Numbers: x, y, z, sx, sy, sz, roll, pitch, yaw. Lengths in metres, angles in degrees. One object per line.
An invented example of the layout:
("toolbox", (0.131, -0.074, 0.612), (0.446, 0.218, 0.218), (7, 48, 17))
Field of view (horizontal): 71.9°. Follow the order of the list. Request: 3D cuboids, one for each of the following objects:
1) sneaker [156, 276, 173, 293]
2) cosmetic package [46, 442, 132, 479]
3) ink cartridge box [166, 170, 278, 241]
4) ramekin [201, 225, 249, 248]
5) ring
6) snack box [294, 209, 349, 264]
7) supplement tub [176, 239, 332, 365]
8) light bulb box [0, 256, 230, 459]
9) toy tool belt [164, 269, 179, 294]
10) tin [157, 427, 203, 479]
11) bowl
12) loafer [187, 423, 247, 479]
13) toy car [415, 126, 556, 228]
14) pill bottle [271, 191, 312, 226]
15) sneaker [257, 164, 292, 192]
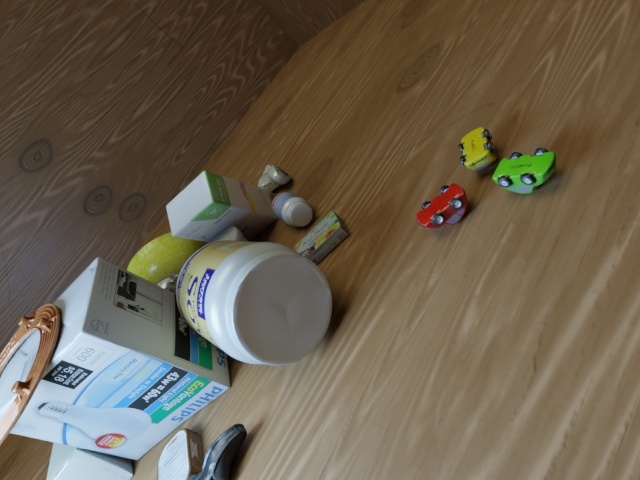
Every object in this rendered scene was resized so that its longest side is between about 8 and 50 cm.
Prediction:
("sneaker", (-0.435, 0.251, 1.312), (0.129, 0.111, 0.297), (-16, 68, 28))
("cosmetic package", (-0.596, 0.534, 1.154), (0.113, 0.160, 0.309), (-53, 27, -9))
("ink cartridge box", (-0.289, -0.085, 1.443), (0.207, 0.353, 0.119), (-34, 64, 28))
("ramekin", (-0.294, 0.100, 1.317), (0.273, 0.127, 0.273), (-37, 28, 23))
("ring", (-0.635, 0.280, 0.885), (0.336, 0.032, 0.337), (-27, 44, 29))
("snack box", (0.000, 0.000, 1.098), (0.141, 0.037, 0.100), (-43, 25, 11))
("supplement tub", (-0.149, 0.120, 0.930), (0.331, 0.241, 0.241), (1, 55, 59))
("light bulb box", (-0.464, 0.289, 1.022), (0.358, 0.361, 0.225), (-41, 38, 17))
("toy tool belt", (-0.432, 0.129, 1.284), (0.052, 0.051, 0.083), (-29, 33, 34))
("tin", (-0.291, 0.470, 0.909), (0.106, 0.040, 0.189), (-45, 25, -3))
("bowl", (-0.479, 0.125, 1.486), (0.289, 0.289, 0.156), (-46, 62, 6))
("loafer", (-0.183, 0.417, 0.799), (0.061, 0.062, 0.170), (24, 77, 40))
("toy car", (0.300, -0.107, 0.761), (0.239, 0.053, 0.225), (-57, 27, -16))
("pill bottle", (-0.081, -0.089, 1.291), (0.087, 0.087, 0.160), (-50, 25, -4))
("sneaker", (-0.179, -0.213, 1.637), (0.115, 0.090, 0.232), (-56, 17, -1))
